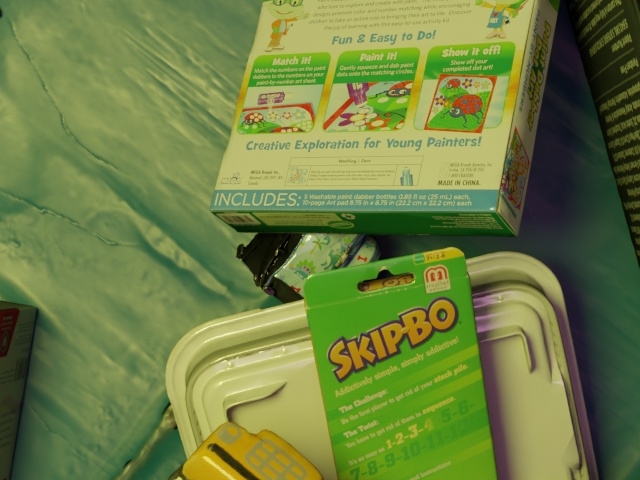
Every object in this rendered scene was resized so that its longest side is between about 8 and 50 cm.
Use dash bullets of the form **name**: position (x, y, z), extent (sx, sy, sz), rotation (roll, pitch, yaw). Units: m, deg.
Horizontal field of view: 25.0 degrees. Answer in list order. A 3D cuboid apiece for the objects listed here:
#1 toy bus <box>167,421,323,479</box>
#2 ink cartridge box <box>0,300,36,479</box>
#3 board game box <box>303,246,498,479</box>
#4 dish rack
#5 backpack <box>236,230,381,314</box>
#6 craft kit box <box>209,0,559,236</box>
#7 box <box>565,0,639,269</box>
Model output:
- **toy bus**: position (-0.088, 0.262, 1.103), extent (0.108, 0.130, 0.332), rotation (38, 128, 10)
- **ink cartridge box**: position (-0.297, 0.137, 1.197), extent (0.072, 0.127, 0.175), rotation (9, 90, 2)
- **board game box**: position (0.066, 0.131, 1.105), extent (0.124, 0.039, 0.259), rotation (-11, 112, -2)
- **dish rack**: position (0.060, 0.175, 1.176), extent (0.333, 0.072, 0.285), rotation (-14, 109, 0)
- **backpack**: position (0.000, 0.000, 1.207), extent (0.084, 0.105, 0.114), rotation (35, 94, -21)
- **craft kit box**: position (0.053, -0.124, 1.139), extent (0.250, 0.061, 0.246), rotation (2, 70, 29)
- **box**: position (0.474, -0.108, 1.100), extent (0.480, 0.297, 0.471), rotation (-15, 88, 2)
